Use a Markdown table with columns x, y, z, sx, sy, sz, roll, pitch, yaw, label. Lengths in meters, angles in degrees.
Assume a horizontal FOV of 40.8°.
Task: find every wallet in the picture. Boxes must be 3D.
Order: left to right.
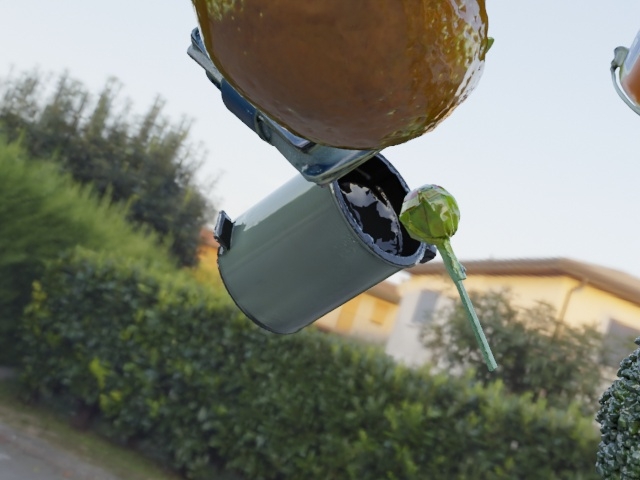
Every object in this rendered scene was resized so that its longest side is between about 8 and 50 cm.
| x | y | z | sx | sy | sz | roll | pitch | yaw | label |
| --- | --- | --- | --- | --- | --- | --- | --- | --- | --- |
| -0.012 | -0.139 | 0.715 | 0.202 | 0.141 | 0.059 | 47 | -16 | 37 | wallet |

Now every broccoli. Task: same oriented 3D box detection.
| x | y | z | sx | sy | sz | roll | pitch | yaw | label |
| --- | --- | --- | --- | --- | --- | --- | --- | --- | --- |
| 0.510 | 0.261 | 1.190 | 0.245 | 0.288 | 0.248 | 34 | -5 | -14 | broccoli |

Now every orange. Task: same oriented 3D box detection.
| x | y | z | sx | sy | sz | roll | pitch | yaw | label |
| --- | --- | --- | --- | --- | --- | --- | --- | --- | --- |
| 0.004 | -0.172 | 0.500 | 0.179 | 0.237 | 0.158 | 10 | 12 | 35 | orange |

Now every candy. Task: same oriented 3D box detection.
| x | y | z | sx | sy | sz | roll | pitch | yaw | label |
| --- | --- | --- | --- | --- | --- | --- | --- | --- | --- |
| 0.131 | 0.035 | 0.839 | 0.058 | 0.194 | 0.062 | -17 | -12 | -13 | candy |

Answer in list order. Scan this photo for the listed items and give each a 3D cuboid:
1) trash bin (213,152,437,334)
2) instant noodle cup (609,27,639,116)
| x | y | z | sx | sy | sz | roll | pitch | yaw | label |
| --- | --- | --- | --- | --- | --- | --- | --- | --- | --- |
| 0.000 | 0.000 | 1.363 | 0.277 | 0.217 | 0.262 | 34 | -51 | -29 | trash bin |
| 0.494 | -0.242 | 0.936 | 0.296 | 0.296 | 0.214 | 18 | -51 | 13 | instant noodle cup |
